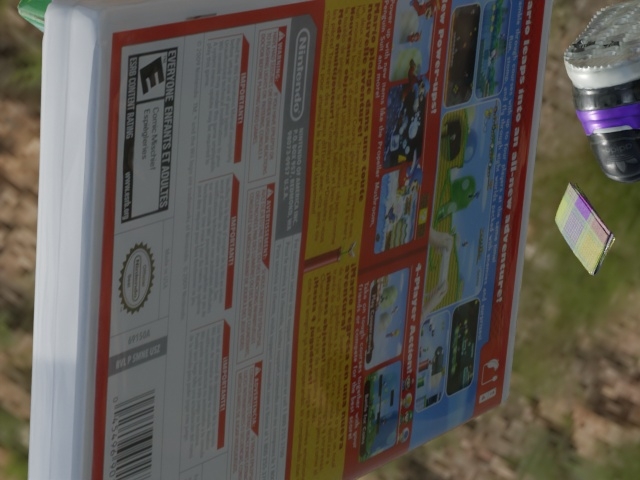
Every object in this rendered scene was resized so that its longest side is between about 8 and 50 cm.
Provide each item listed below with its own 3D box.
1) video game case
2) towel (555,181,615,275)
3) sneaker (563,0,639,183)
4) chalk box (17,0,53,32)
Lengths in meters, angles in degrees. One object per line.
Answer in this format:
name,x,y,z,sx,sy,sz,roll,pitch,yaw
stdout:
video game case,0.000,0.000,0.701,0.025,0.285,0.204,15,109,32
towel,0.264,-0.011,1.917,0.083,0.009,0.060,58,145,37
sneaker,0.293,-0.130,1.693,0.102,0.293,0.146,-6,107,29
chalk box,-0.107,-0.165,1.323,0.132,0.213,0.132,22,171,42
